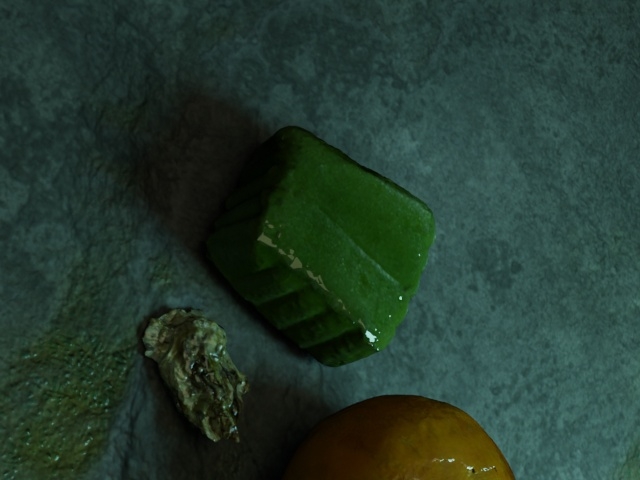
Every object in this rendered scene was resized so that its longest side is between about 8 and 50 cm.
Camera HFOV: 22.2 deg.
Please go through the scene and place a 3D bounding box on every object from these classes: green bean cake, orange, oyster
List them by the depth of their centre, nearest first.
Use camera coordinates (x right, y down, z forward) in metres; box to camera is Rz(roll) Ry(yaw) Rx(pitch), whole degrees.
[{"bbox_3d":[0.089,0.311,1.791,0.284,0.226,0.283,10,69,-27],"label":"orange"},{"bbox_3d":[-0.123,0.148,1.794,0.108,0.053,0.165,-16,79,-49],"label":"oyster"},{"bbox_3d":[0.000,0.000,1.888,0.248,0.125,0.222,41,54,-22],"label":"green bean cake"}]
